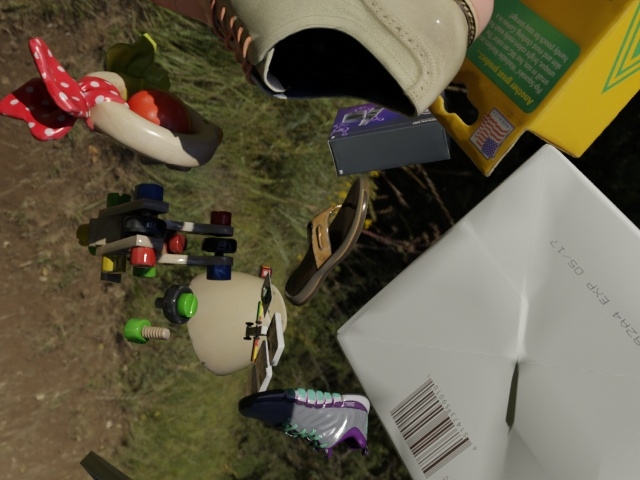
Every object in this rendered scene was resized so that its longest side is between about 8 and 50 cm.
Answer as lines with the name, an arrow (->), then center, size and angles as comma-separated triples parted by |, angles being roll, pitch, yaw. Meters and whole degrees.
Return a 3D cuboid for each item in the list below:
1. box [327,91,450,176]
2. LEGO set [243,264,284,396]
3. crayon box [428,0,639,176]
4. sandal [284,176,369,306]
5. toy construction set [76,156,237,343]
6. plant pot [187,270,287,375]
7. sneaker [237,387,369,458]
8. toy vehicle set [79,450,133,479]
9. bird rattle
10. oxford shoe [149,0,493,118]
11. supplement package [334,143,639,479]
box -> 0.164, -0.250, 1.634 | 0.261, 0.184, 0.103 | -8, 125, 15
LEGO set -> -0.090, 0.158, 1.231 | 0.060, 0.244, 0.182 | 10, 126, -18
crayon box -> 0.229, -0.224, 0.638 | 0.083, 0.203, 0.323 | 19, 120, -35
sandal -> 0.000, 0.000, 1.020 | 0.060, 0.090, 0.219 | 27, 116, -22
toy construction set -> -0.288, -0.039, 1.070 | 0.257, 0.237, 0.308 | -36, 125, -61
plant pot -> -0.201, 0.201, 1.872 | 0.191, 0.284, 0.284 | -15, 154, 17
sneaker -> -0.018, 0.285, 1.088 | 0.224, 0.098, 0.083 | 8, 152, -25
toy vehicle set -> -0.408, 0.572, 1.537 | 0.035, 0.166, 0.266 | -49, 145, -30
bird rattle -> -0.210, -0.153, 0.788 | 0.143, 0.207, 0.253 | -61, 180, 11
oxford shoe -> -0.054, -0.220, 0.650 | 0.146, 0.397, 0.140 | -62, 154, -19
supplement package -> 0.191, 0.107, 0.499 | 0.198, 0.199, 0.263 | -44, 141, 17
